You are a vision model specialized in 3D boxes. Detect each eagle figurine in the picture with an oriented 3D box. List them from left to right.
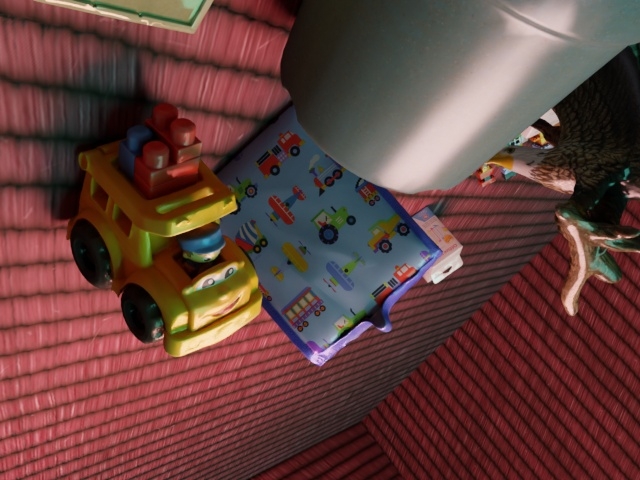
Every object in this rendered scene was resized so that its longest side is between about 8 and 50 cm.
[{"bbox_3d":[0.298,-0.107,0.797,0.226,0.225,0.298,-51,-161,54],"label":"eagle figurine"}]

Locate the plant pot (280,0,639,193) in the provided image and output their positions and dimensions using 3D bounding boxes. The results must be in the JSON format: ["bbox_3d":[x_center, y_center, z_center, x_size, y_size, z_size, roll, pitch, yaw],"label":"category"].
[{"bbox_3d":[0.138,-0.238,0.668,0.341,0.341,0.334,-23,162,-37],"label":"plant pot"}]

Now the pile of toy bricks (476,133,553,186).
[{"bbox_3d":[0.373,-0.207,1.426,0.212,0.118,0.105,-27,126,-7],"label":"pile of toy bricks"}]

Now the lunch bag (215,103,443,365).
[{"bbox_3d":[0.000,0.000,0.924,0.221,0.293,0.138,-42,159,7],"label":"lunch bag"}]

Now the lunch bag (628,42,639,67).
[{"bbox_3d":[0.405,-0.276,0.808,0.212,0.256,0.305,-46,130,-23],"label":"lunch bag"}]

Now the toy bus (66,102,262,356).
[{"bbox_3d":[-0.154,-0.024,0.740,0.149,0.220,0.212,-25,149,-39],"label":"toy bus"}]

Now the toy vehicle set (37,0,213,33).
[{"bbox_3d":[-0.101,-0.286,0.530,0.166,0.035,0.267,-7,142,-55],"label":"toy vehicle set"}]

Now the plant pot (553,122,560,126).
[{"bbox_3d":[0.464,-0.295,1.250,0.237,0.237,0.254,-32,173,-18],"label":"plant pot"}]

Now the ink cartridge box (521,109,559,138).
[{"bbox_3d":[0.333,-0.294,1.072,0.092,0.160,0.219,-28,156,-26],"label":"ink cartridge box"}]

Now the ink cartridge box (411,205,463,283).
[{"bbox_3d":[0.247,0.016,1.583,0.092,0.143,0.090,-35,159,-12],"label":"ink cartridge box"}]
